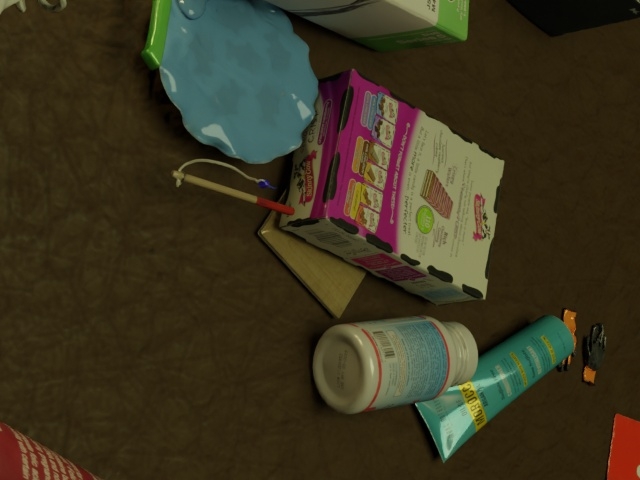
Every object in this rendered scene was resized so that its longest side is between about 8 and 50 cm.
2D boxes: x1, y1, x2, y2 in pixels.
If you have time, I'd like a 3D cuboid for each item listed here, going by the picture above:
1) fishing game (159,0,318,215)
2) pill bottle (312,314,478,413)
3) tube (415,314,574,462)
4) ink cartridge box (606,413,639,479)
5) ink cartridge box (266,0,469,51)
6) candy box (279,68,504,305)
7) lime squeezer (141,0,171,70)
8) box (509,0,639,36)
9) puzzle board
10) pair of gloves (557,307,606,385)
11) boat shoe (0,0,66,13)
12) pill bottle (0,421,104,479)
[{"bbox_3d":[-0.083,-0.157,1.399,0.189,0.041,0.264,17,66,-37],"label":"fishing game"},{"bbox_3d":[0.077,0.119,1.483,0.160,0.087,0.087,-3,89,-40],"label":"pill bottle"},{"bbox_3d":[0.184,0.149,1.603,0.207,0.052,0.080,-31,97,-31],"label":"tube"},{"bbox_3d":[0.404,0.339,1.767,0.189,0.066,0.232,22,77,-37],"label":"ink cartridge box"},{"bbox_3d":[0.031,-0.310,1.421,0.273,0.114,0.198,14,78,-54],"label":"ink cartridge box"},{"bbox_3d":[0.076,-0.047,1.495,0.233,0.071,0.159,27,65,-37],"label":"candy box"},{"bbox_3d":[-0.096,-0.287,1.373,0.110,0.059,0.310,44,49,-8],"label":"lime squeezer"},{"bbox_3d":[0.309,-0.348,1.674,0.108,0.153,0.207,33,66,-34],"label":"box"},{"bbox_3d":[0.000,0.000,1.477,0.128,0.011,0.096,49,57,-27],"label":"puzzle board"},{"bbox_3d":[0.298,0.122,1.721,0.083,0.010,0.074,25,71,-37],"label":"pair of gloves"},{"bbox_3d":[-0.265,-0.213,1.141,0.156,0.136,0.367,13,103,-49],"label":"boat shoe"},{"bbox_3d":[-0.222,0.275,1.126,0.392,0.224,0.224,37,64,-32],"label":"pill bottle"}]
